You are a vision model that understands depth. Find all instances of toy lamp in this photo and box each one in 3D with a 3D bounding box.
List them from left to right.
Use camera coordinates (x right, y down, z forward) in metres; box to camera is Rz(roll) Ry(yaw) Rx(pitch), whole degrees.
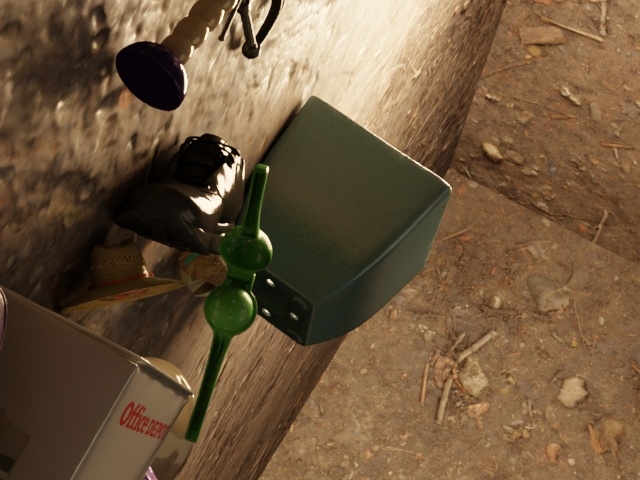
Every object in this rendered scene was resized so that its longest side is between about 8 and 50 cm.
[{"bbox_3d":[-0.084,-0.235,1.166,0.274,0.080,0.080,-53,167,-31],"label":"toy lamp"}]

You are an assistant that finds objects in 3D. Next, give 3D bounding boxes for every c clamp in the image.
[{"bbox_3d":[-0.072,-0.248,1.366,0.160,0.022,0.137,69,45,-76],"label":"c clamp"}]

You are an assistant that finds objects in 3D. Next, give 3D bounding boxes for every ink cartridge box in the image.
[{"bbox_3d":[-0.297,0.258,1.165,0.384,0.160,0.279,-60,171,-10],"label":"ink cartridge box"}]

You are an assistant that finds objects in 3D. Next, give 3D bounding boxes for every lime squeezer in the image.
[{"bbox_3d":[-0.085,0.055,1.308,0.110,0.059,0.310,-113,-143,-65],"label":"lime squeezer"}]

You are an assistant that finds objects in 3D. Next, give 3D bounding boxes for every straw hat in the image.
[{"bbox_3d":[-0.206,0.030,1.289,0.144,0.145,0.061,8,68,-80],"label":"straw hat"}]

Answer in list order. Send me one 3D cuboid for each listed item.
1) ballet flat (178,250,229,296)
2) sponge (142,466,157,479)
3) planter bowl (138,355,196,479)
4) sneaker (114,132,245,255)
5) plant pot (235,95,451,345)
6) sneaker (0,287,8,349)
[{"bbox_3d":[-0.151,0.038,1.657,0.067,0.073,0.206,-33,163,-6],"label":"ballet flat"},{"bbox_3d":[-0.264,0.299,1.329,0.210,0.117,0.031,-33,154,6],"label":"sponge"},{"bbox_3d":[-0.235,0.202,1.426,0.109,0.162,0.162,27,91,-53],"label":"planter bowl"},{"bbox_3d":[-0.140,-0.055,1.355,0.286,0.109,0.130,-30,140,-88],"label":"sneaker"},{"bbox_3d":[0.000,0.000,1.813,0.252,0.248,0.247,-49,166,-28],"label":"plant pot"},{"bbox_3d":[-0.314,0.160,0.989,0.283,0.107,0.124,-63,177,6],"label":"sneaker"}]
